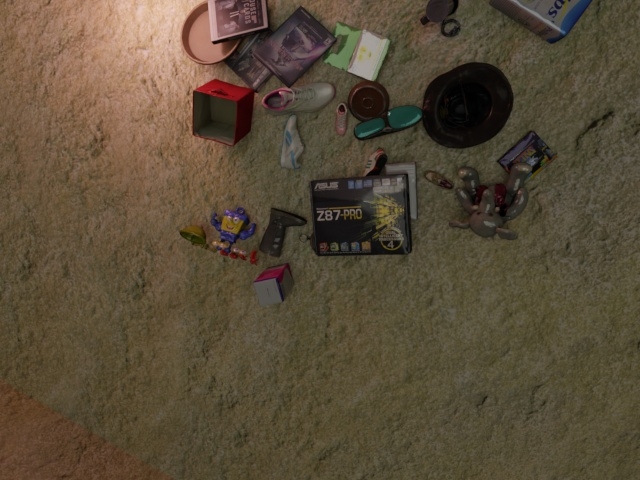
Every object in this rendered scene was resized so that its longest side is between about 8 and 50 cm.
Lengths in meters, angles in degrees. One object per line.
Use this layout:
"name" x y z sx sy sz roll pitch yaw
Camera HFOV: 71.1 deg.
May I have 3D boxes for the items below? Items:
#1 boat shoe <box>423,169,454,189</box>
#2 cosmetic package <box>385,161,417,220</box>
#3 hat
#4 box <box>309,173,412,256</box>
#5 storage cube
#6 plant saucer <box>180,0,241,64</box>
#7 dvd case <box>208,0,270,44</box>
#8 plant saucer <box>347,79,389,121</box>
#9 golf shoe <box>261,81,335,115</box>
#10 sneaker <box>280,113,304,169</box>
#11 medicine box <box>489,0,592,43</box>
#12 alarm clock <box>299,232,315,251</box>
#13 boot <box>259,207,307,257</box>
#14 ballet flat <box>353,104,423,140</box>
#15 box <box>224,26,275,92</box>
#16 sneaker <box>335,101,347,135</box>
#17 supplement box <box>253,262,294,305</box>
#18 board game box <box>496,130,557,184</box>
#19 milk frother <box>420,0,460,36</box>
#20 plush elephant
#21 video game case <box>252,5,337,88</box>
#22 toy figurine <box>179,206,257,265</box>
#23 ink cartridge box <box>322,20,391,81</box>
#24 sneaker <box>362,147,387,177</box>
"boat shoe" 0.487 -0.247 1.832 0.135 0.045 0.050 25 106 3
"cosmetic package" 0.334 -0.199 1.838 0.127 0.107 0.237 -3 100 13
"hat" 0.563 -0.507 1.712 0.331 0.134 0.331 6 104 27
"box" 0.164 -0.099 1.812 0.395 0.097 0.318 -1 99 19
"storage cube" -0.388 -0.519 1.805 0.184 0.193 0.215 16 124 5
"plant saucer" -0.431 -0.832 1.801 0.278 0.041 0.277 -1 84 14
"dvd case" -0.318 -0.875 1.743 0.239 0.029 0.179 -8 82 13
"plant saucer" 0.190 -0.550 1.790 0.169 0.029 0.168 6 122 9
"golf shoe" -0.091 -0.568 1.800 0.306 0.140 0.115 -11 100 10
"sneaker" -0.112 -0.412 1.874 0.092 0.087 0.228 7 112 0
"medicine box" 0.802 -0.896 1.571 0.289 0.149 0.263 33 106 1
"alarm clock" 0.000 0.000 1.964 0.192 0.064 0.129 7 105 11
"boot" -0.167 -0.022 1.977 0.190 0.076 0.208 19 99 19
"ballet flat" 0.269 -0.467 1.787 0.281 0.096 0.095 -12 88 15
"box" -0.254 -0.751 1.823 0.183 0.056 0.231 44 106 -1
"sneaker" 0.084 -0.496 1.824 0.051 0.070 0.134 6 105 6
"supplement box" -0.199 0.189 1.957 0.114 0.220 0.111 -12 101 13
"board game box" 0.810 -0.321 1.761 0.141 0.048 0.170 44 106 -4
"milk frother" 0.457 -0.822 1.650 0.143 0.134 0.129 41 137 1
"plush elephant" 0.642 -0.122 1.714 0.272 0.255 0.329 7 112 25
"video game case" -0.099 -0.757 1.753 0.196 0.026 0.274 43 84 1
"toy figurine" -0.413 -0.051 2.005 0.363 0.191 0.217 17 75 12
"ink cartridge box" 0.140 -0.745 1.764 0.235 0.056 0.171 23 107 1
"sneaker" 0.220 -0.313 1.858 0.057 0.075 0.161 11 135 -24
